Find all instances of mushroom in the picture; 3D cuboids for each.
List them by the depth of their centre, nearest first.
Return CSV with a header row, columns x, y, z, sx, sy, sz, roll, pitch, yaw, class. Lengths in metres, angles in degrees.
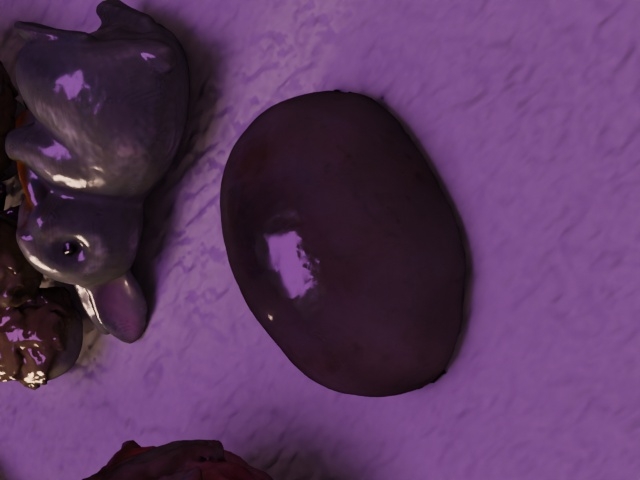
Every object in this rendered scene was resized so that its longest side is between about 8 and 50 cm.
x,y,z,sx,sy,sz,roll,pitch,yaw,class
0.000,0.000,1.075,0.141,0.117,0.188,-37,64,31,mushroom

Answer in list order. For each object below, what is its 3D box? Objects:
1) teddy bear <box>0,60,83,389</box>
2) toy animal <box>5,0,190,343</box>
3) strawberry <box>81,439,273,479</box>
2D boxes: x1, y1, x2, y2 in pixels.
x,y,z,sx,sy,sz,roll,pitch,yaw,class
-0.280,-0.044,1.327,0.267,0.156,0.256,28,114,43,teddy bear
-0.149,-0.035,1.219,0.138,0.108,0.236,19,110,43,toy animal
-0.056,0.282,1.147,0.265,0.149,0.336,6,115,60,strawberry
